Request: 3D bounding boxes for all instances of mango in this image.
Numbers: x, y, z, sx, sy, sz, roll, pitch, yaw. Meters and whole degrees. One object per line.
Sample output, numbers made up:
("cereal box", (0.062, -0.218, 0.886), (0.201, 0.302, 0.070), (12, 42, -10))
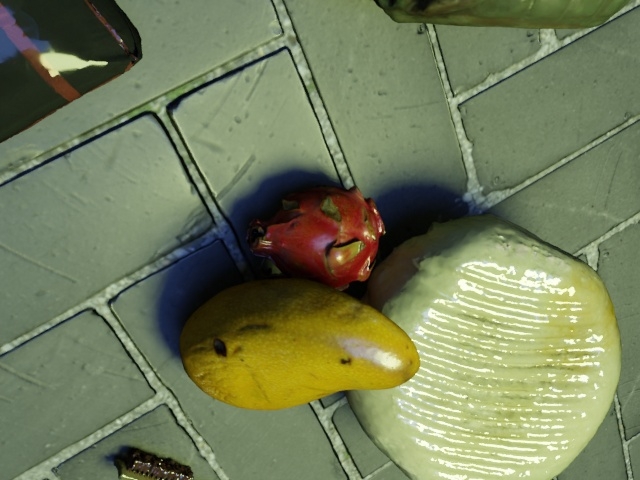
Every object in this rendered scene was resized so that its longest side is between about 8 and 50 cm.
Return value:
("mango", (-0.035, 0.112, 0.679), (0.294, 0.120, 0.177), (-17, 134, 33))

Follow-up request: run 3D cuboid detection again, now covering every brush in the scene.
("brush", (-0.163, 0.336, 0.827), (0.248, 0.043, 0.036), (35, 87, -31))

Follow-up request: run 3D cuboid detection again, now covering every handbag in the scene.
("handbag", (-0.282, -0.177, 0.499), (0.215, 0.155, 0.169), (-31, 127, -1))

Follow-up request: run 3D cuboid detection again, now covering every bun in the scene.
("bun", (0.196, 0.145, 0.800), (0.365, 0.219, 0.365), (-2, 104, -7))

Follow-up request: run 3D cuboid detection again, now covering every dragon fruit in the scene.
("dragon fruit", (0.000, 0.000, 0.711), (0.165, 0.133, 0.136), (-1, 118, -25))

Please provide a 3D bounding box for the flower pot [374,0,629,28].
("flower pot", (0.160, -0.314, 0.568), (0.301, 0.302, 0.213), (-7, 114, -21))
